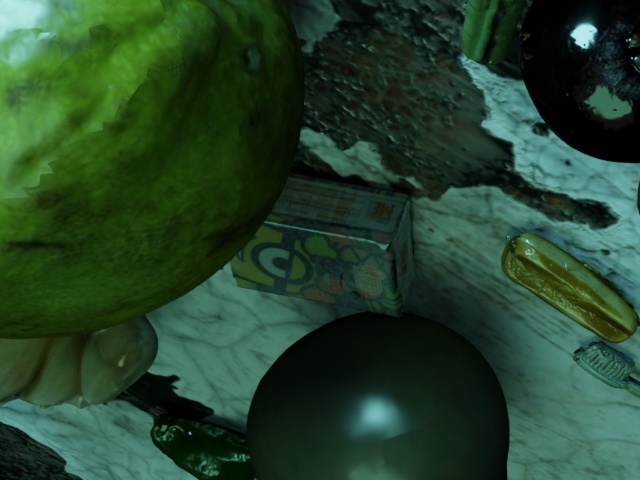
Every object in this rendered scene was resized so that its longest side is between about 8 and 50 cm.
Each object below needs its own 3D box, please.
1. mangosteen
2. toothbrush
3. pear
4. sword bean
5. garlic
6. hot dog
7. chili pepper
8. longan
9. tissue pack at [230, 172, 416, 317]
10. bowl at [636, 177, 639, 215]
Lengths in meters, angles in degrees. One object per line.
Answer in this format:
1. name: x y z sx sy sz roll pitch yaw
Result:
1. mangosteen: 0.189 -0.112 1.061 0.137 0.137 0.151 25 180 -4
2. toothbrush: 0.341 0.160 1.415 0.294 0.026 0.028 30 130 -9
3. pear: -0.193 -0.099 1.109 0.352 0.352 0.413 41 139 -24
4. sword bean: 0.108 -0.212 1.037 0.043 0.038 0.269 -7 142 -1
5. garlic: -0.270 0.071 1.580 0.217 0.110 0.228 43 131 -9
6. hot dog: 0.199 0.034 1.320 0.133 0.041 0.056 35 144 -4
7. chili pepper: -0.073 0.227 1.715 0.216 0.062 0.108 21 139 4
8. longan: 0.057 0.167 1.416 0.246 0.215 0.246 12 179 0
9. tissue pack: 0.000 0.000 1.363 0.148 0.060 0.108 10 146 16
10. bowl: 0.365 -0.068 0.935 0.354 0.185 0.354 11 142 8
